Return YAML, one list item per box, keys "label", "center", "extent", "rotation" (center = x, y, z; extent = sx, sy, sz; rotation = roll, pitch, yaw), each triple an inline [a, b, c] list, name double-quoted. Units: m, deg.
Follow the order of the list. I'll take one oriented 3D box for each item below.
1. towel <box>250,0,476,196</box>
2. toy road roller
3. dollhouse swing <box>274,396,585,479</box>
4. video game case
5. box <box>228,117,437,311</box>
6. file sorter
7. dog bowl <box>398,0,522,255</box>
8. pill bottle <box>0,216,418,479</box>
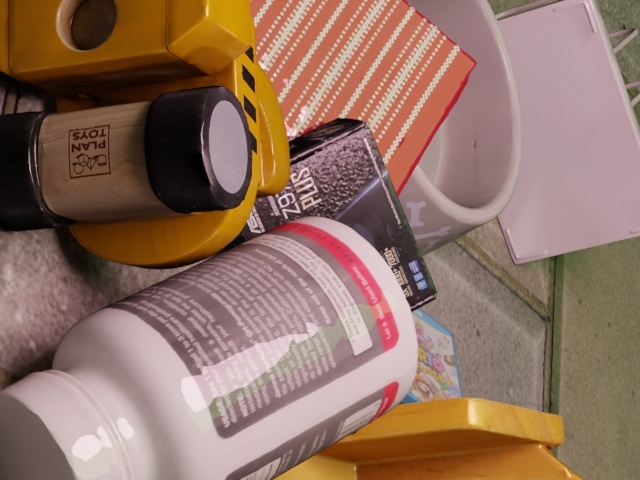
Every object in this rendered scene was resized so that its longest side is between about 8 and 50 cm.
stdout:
- label: "towel"
  center: [0.005, -0.169, 1.753]
  extent: [0.275, 0.031, 0.199]
  rotation: [39, 69, -19]
- label: "toy road roller"
  center: [-0.136, -0.141, 1.506]
  extent: [0.240, 0.202, 0.329]
  rotation: [19, 67, -67]
- label: "dollhouse swing"
  center: [0.038, 0.297, 1.538]
  extent: [0.305, 0.315, 0.347]
  rotation: [35, 50, -60]
- label: "video game case"
  center: [0.093, 0.115, 1.840]
  extent: [0.119, 0.015, 0.166]
  rotation: [37, 25, -24]
- label: "box"
  center: [0.000, 0.000, 1.692]
  extent: [0.147, 0.077, 0.180]
  rotation: [-26, 104, -15]
- label: "file sorter"
  center: [0.290, -0.147, 2.166]
  extent: [0.173, 0.193, 0.277]
  rotation: [-39, 112, -58]
- label: "dog bowl"
  center: [0.096, -0.156, 1.950]
  extent: [0.349, 0.102, 0.348]
  rotation: [27, 57, -51]
- label: "pill bottle"
  center: [-0.092, 0.113, 1.431]
  extent: [0.318, 0.176, 0.176]
  rotation: [-26, 101, -37]
